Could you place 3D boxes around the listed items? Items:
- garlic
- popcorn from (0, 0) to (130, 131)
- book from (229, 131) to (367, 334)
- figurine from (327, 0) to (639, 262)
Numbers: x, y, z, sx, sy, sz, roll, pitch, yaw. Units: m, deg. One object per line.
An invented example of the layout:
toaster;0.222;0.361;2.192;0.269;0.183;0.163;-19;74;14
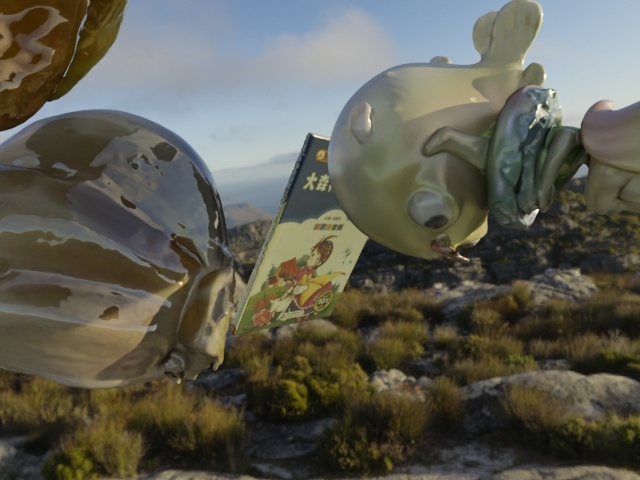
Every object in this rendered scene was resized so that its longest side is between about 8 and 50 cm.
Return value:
garlic;-0.192;0.006;0.438;0.291;0.237;0.210;27;-27;1
popcorn;-0.255;-0.176;0.221;0.281;0.316;0.297;-46;16;-8
book;0.000;0.000;0.777;0.018;0.323;0.228;38;25;33
figurine;0.199;-0.103;0.475;0.394;0.275;0.226;11;-1;35
